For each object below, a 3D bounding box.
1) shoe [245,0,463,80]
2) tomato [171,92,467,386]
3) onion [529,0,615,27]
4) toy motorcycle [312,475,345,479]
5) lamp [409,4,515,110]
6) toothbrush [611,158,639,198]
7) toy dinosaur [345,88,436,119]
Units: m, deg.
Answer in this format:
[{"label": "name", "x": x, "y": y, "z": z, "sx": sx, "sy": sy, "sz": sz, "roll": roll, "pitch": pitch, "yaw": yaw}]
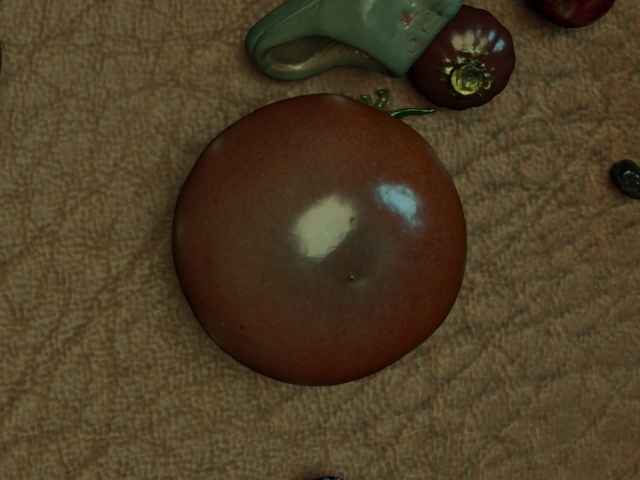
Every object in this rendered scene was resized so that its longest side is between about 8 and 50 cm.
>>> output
[{"label": "shoe", "x": 0.051, "y": -0.195, "z": 1.385, "sx": 0.251, "sy": 0.103, "sz": 0.100, "roll": -26, "pitch": 70, "yaw": 20}, {"label": "tomato", "x": 0.000, "y": 0.000, "z": 1.354, "sx": 0.255, "sy": 0.224, "sz": 0.256, "roll": -3, "pitch": 104, "yaw": -12}, {"label": "onion", "x": 0.236, "y": -0.253, "z": 1.467, "sx": 0.107, "sy": 0.097, "sz": 0.107, "roll": 7, "pitch": 76, "yaw": -28}, {"label": "toy motorcycle", "x": 0.062, "y": 0.300, "z": 1.427, "sx": 0.212, "sy": 0.084, "sz": 0.118, "roll": 25, "pitch": 76, "yaw": -14}, {"label": "lamp", "x": 0.130, "y": -0.169, "z": 1.447, "sx": 0.101, "sy": 0.090, "sz": 0.101, "roll": -3, "pitch": 125, "yaw": -4}, {"label": "toothbrush", "x": 0.395, "y": 0.025, "z": 1.522, "sx": 0.297, "sy": 0.030, "sz": 0.030, "roll": 41, "pitch": 106, "yaw": -8}, {"label": "toy dinosaur", "x": 0.050, "y": -0.110, "z": 1.467, "sx": 0.119, "sy": 0.029, "sz": 0.060, "roll": -6, "pitch": 105, "yaw": -16}]
